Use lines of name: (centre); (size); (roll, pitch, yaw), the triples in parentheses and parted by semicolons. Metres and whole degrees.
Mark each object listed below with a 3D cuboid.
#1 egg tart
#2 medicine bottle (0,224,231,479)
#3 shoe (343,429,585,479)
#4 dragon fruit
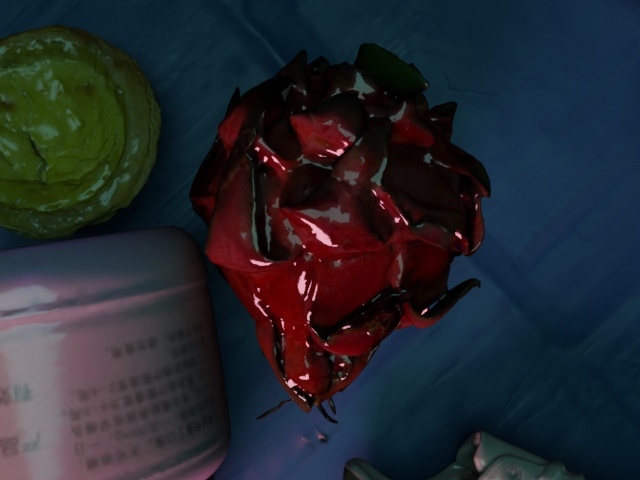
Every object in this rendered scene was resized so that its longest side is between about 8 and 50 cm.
egg tart: (-0.220, -0.087, 0.655); (0.191, 0.074, 0.191); (-1, 79, 4)
medicine bottle: (-0.186, 0.151, 0.592); (0.241, 0.241, 0.302); (-8, 92, -2)
shoe: (0.188, 0.232, 0.673); (0.363, 0.132, 0.160); (-8, 87, 2)
dragon fruit: (0.000, 0.000, 0.606); (0.233, 0.234, 0.293); (20, 85, -3)
